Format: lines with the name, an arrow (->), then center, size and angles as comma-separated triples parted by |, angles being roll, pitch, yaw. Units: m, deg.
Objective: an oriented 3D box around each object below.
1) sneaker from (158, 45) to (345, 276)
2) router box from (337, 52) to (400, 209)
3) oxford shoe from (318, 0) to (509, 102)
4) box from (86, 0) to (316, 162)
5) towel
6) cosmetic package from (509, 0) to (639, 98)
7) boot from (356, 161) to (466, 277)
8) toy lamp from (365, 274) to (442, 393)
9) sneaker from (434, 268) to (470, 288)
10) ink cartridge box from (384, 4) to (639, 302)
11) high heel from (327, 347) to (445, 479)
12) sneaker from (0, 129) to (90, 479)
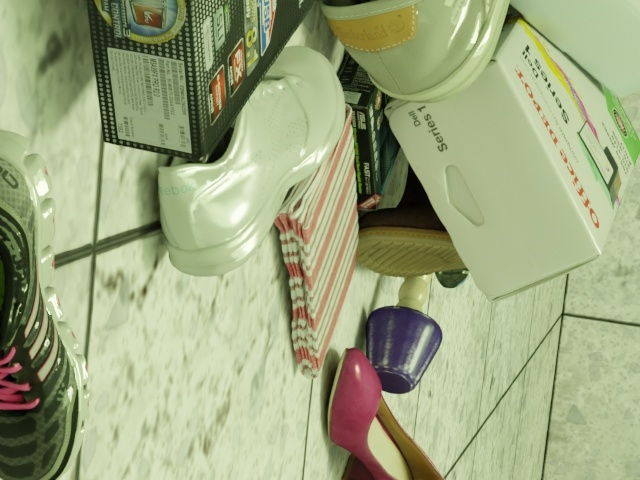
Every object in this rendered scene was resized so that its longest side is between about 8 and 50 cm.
sneaker -> -0.045, -0.077, 1.004 | 0.212, 0.080, 0.094 | -65, 146, -45
router box -> 0.039, -0.100, 1.359 | 0.122, 0.038, 0.092 | 83, 21, -45
oxford shoe -> 0.098, -0.333, 1.260 | 0.130, 0.169, 0.449 | 29, 68, -47
box -> -0.051, -0.209, 0.793 | 0.216, 0.060, 0.270 | -60, 156, -47
towel -> 0.000, 0.000, 1.298 | 0.197, 0.029, 0.144 | 86, 19, -46
cosmetic package -> 0.229, -0.359, 1.449 | 0.284, 0.097, 0.377 | 31, 51, -48
boot -> 0.101, -0.074, 1.528 | 0.248, 0.090, 0.206 | 1, 70, -45
toy lamp -> 0.102, 0.027, 1.587 | 0.080, 0.080, 0.274 | 76, 26, -55
sneaker -> 0.171, -0.009, 1.858 | 0.073, 0.063, 0.162 | 81, 23, -57
ink cartridge box -> 0.184, -0.100, 1.438 | 0.201, 0.117, 0.278 | 60, 27, -13
high heel -> 0.073, 0.189, 1.488 | 0.244, 0.117, 0.082 | 84, 21, -43
sneaker -> -0.148, 0.041, 0.695 | 0.075, 0.063, 0.170 | -52, 142, -63
